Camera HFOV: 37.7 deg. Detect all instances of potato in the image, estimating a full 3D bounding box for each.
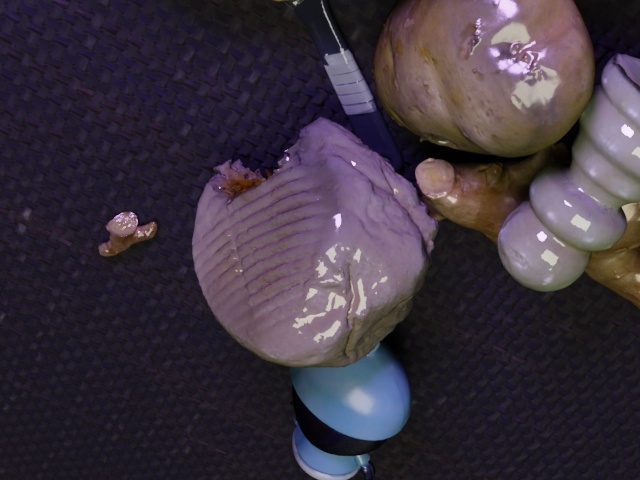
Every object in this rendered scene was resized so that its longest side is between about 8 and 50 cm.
[{"bbox_3d":[0.149,-0.173,0.918,0.296,0.141,0.192,1,121,63],"label":"potato"}]

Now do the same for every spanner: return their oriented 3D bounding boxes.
[{"bbox_3d":[0.015,-0.201,1.044,0.087,0.024,0.316,-14,122,22],"label":"spanner"}]

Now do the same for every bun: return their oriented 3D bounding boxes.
[{"bbox_3d":[0.005,0.014,1.067,0.204,0.282,0.281,5,138,-42],"label":"bun"}]

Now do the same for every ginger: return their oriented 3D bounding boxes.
[{"bbox_3d":[-0.259,-0.008,1.228,0.097,0.030,0.048,-23,119,23],"label":"ginger"},{"bbox_3d":[0.317,-0.022,1.063,0.348,0.122,0.363,-14,126,23],"label":"ginger"}]

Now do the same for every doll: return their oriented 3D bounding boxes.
[{"bbox_3d":[0.033,0.217,1.265,0.177,0.141,0.314,39,143,20],"label":"doll"}]

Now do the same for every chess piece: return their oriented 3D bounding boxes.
[{"bbox_3d":[0.265,-0.049,0.921,0.133,0.133,0.243,29,122,-10],"label":"chess piece"}]
